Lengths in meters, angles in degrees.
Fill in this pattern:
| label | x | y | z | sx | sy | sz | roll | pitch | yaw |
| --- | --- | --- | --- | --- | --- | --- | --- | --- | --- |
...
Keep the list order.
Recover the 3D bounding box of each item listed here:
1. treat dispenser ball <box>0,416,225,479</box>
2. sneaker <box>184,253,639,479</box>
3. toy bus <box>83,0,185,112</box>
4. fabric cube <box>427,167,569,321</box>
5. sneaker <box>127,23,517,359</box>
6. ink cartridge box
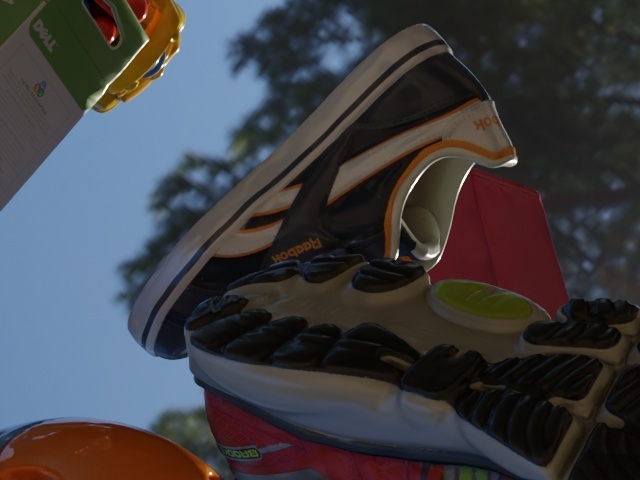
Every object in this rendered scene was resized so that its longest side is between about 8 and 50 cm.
| label | x | y | z | sx | sy | sz | roll | pitch | yaw |
| --- | --- | --- | --- | --- | --- | --- | --- | --- | --- |
| treat dispenser ball | -0.168 | 0.264 | 1.188 | 0.288 | 0.288 | 0.288 | 23 | -141 | -20 |
| sneaker | 0.076 | 0.085 | 0.605 | 0.279 | 0.118 | 0.107 | 17 | -142 | 37 |
| toy bus | -0.190 | -0.195 | 1.474 | 0.220 | 0.149 | 0.211 | 42 | 175 | -35 |
| fabric cube | 0.072 | 0.096 | 1.610 | 0.259 | 0.254 | 0.258 | 14 | -125 | -49 |
| sneaker | 0.000 | 0.000 | 1.251 | 0.127 | 0.321 | 0.126 | 50 | -161 | 13 |
| ink cartridge box | -0.232 | -0.118 | 1.309 | 0.062 | 0.109 | 0.209 | 26 | -112 | 36 |
